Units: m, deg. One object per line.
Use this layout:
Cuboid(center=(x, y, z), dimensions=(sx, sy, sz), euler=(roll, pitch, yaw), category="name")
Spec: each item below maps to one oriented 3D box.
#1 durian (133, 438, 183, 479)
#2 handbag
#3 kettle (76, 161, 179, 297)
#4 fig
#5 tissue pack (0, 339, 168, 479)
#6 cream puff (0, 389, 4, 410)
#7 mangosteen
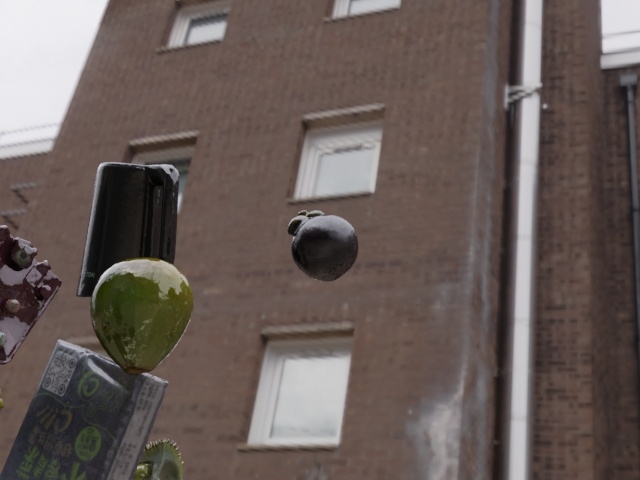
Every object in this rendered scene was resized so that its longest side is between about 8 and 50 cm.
Cuboid(center=(-0.387, 0.592, 2.087), dimensions=(0.172, 0.306, 0.166), euler=(35, -25, -16), category="durian")
Cuboid(center=(-0.565, 0.084, 1.629), dimensions=(0.074, 0.216, 0.203), euler=(-6, -45, 43), category="handbag")
Cuboid(center=(-0.425, -0.015, 2.120), dimensions=(0.203, 0.308, 0.262), euler=(7, -5, -10), category="kettle")
Cuboid(center=(-0.364, 0.145, 1.888), dimensions=(0.207, 0.230, 0.207), euler=(24, -17, 8), category="fig")
Cuboid(center=(-0.509, 0.431, 1.977), dimensions=(0.288, 0.394, 0.124), euler=(13, -13, 37), category="tissue pack")
Cuboid(center=(-0.871, 0.412, 2.197), dimensions=(0.185, 0.282, 0.282), euler=(39, -10, 42), category="cream puff")
Cuboid(center=(0.000, 0.000, 1.794), dimensions=(0.137, 0.151, 0.137), euler=(-27, -30, -17), category="mangosteen")
